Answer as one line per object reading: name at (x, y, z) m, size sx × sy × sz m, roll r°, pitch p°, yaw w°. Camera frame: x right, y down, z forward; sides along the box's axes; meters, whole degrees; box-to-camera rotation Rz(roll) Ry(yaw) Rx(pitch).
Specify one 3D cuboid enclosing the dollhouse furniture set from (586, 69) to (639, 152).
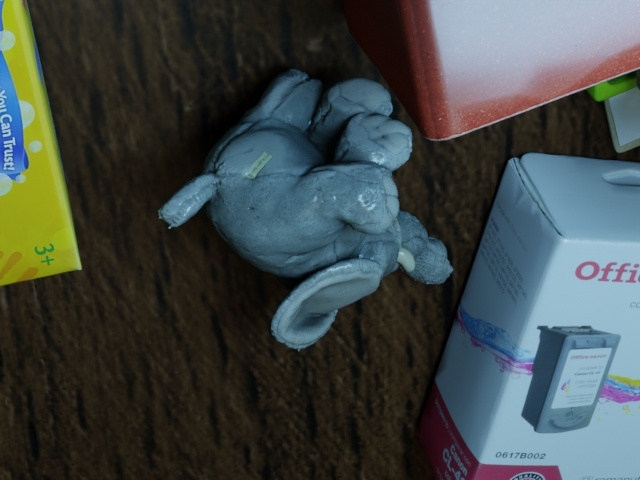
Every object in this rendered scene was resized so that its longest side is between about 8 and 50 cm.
dollhouse furniture set at (0.343, -0.068, 1.171) m, size 0.197 × 0.301 × 0.151 m, roll -22°, pitch 125°, yaw -4°

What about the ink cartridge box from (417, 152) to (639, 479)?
ink cartridge box at (0.238, 0.092, 1.365) m, size 0.226 × 0.131 × 0.306 m, roll 2°, pitch 125°, yaw -19°

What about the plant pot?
plant pot at (0.133, -0.253, 1.019) m, size 0.267 × 0.267 × 0.236 m, roll -20°, pitch 116°, yaw -2°

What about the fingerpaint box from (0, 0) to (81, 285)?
fingerpaint box at (-0.374, -0.154, 0.977) m, size 0.371 × 0.163 × 0.445 m, roll -12°, pitch 127°, yaw -9°

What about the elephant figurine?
elephant figurine at (0.000, 0.000, 1.223) m, size 0.186 × 0.169 × 0.239 m, roll 9°, pitch 144°, yaw 11°
